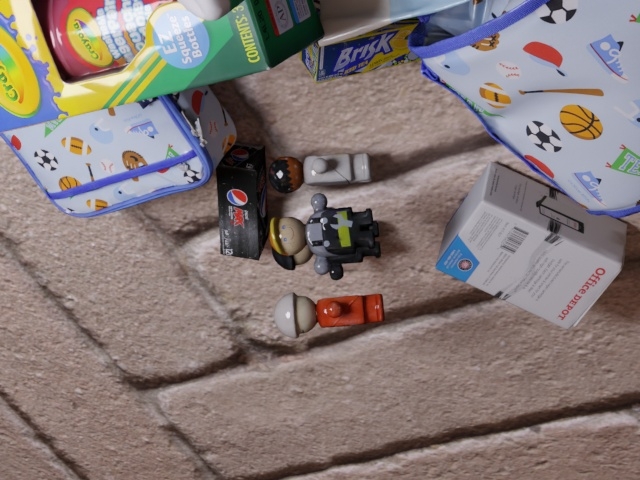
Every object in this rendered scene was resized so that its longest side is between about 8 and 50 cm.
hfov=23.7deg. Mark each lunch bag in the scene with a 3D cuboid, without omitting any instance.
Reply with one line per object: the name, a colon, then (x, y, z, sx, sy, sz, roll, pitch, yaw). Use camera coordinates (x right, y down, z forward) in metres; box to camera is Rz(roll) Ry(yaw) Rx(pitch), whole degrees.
lunch bag: (-0.265, -0.150, 1.974, 0.303, 0.115, 0.243, -12, 121, 36)
lunch bag: (0.331, -0.219, 1.642, 0.328, 0.239, 0.385, 38, 130, -22)

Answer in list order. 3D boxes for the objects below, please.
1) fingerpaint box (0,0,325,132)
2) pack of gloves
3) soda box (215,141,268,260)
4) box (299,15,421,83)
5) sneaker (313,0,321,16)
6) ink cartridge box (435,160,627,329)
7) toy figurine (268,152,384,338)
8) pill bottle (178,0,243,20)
fingerpaint box: (-0.247, -0.371, 1.634, 0.371, 0.163, 0.445, -9, 107, 26)
pack of gloves: (0.087, -0.332, 1.648, 0.232, 0.195, 0.046, -13, 158, 29)
soda box: (-0.105, -0.053, 2.071, 0.060, 0.053, 0.169, 9, 135, 9)
box: (0.062, -0.236, 1.780, 0.169, 0.054, 0.059, -15, 138, -19)
sneaker: (0.018, -0.281, 1.792, 0.069, 0.084, 0.185, 42, 131, -22)
ink cartridge box: (0.274, 0.009, 1.982, 0.203, 0.086, 0.148, 25, 135, -7)
toy figurine: (0.000, 0.000, 1.975, 0.148, 0.213, 0.209, -5, 133, 4)
pill bottle: (-0.028, -0.388, 1.407, 0.361, 0.204, 0.204, -41, 119, -7)
